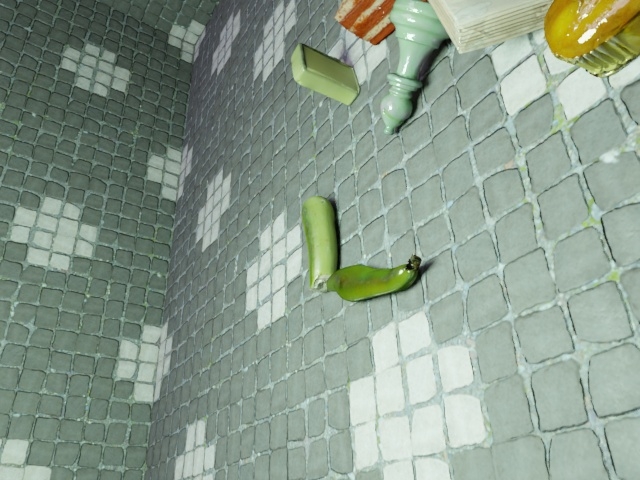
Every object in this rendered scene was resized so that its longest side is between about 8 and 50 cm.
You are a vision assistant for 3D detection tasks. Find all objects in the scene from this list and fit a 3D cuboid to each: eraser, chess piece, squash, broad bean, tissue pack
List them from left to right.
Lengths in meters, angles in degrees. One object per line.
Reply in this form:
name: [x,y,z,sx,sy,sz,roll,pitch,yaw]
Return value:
squash: [0.000,0.000,1.264,0.083,0.083,0.250,-39,48,45]
eraser: [0.011,-0.428,1.359,0.058,0.172,0.117,-47,39,41]
broad bean: [0.106,0.079,1.062,0.325,0.067,0.075,-18,90,53]
chess piece: [0.184,-0.353,1.106,0.139,0.139,0.272,-130,49,-56]
tissue pack: [0.279,-0.474,0.955,0.170,0.071,0.325,-15,50,4]

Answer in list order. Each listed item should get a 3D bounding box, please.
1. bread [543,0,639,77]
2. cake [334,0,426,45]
bread: [0.404,-0.326,0.716,0.190,0.114,0.132,-53,37,40]
cake: [0.153,-0.615,1.234,0.262,0.158,0.160,-28,48,53]
